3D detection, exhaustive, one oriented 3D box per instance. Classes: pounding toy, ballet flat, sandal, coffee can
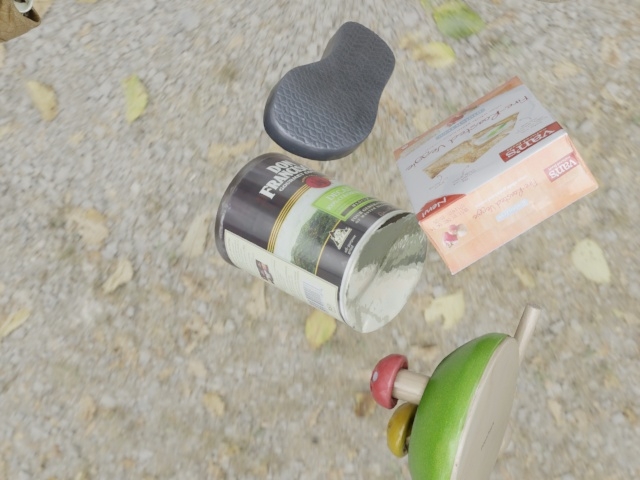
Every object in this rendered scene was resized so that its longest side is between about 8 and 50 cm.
[{"bbox_3d":[0.113,0.154,1.168,0.110,0.237,0.183,16,109,20],"label":"pounding toy"},{"bbox_3d":[-0.477,-0.439,1.826,0.124,0.116,0.342,-8,133,-4],"label":"ballet flat"},{"bbox_3d":[0.012,-0.136,1.222,0.097,0.254,0.054,42,124,-2],"label":"sandal"},{"bbox_3d":[0.000,0.000,1.968,0.275,0.201,0.201,26,108,33],"label":"coffee can"}]

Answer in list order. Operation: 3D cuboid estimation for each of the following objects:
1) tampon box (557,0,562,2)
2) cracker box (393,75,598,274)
[{"bbox_3d":[0.312,-0.326,1.371,0.161,0.120,0.101,-7,95,22],"label":"tampon box"},{"bbox_3d":[0.162,-0.071,1.218,0.156,0.232,0.067,-32,109,8],"label":"cracker box"}]
